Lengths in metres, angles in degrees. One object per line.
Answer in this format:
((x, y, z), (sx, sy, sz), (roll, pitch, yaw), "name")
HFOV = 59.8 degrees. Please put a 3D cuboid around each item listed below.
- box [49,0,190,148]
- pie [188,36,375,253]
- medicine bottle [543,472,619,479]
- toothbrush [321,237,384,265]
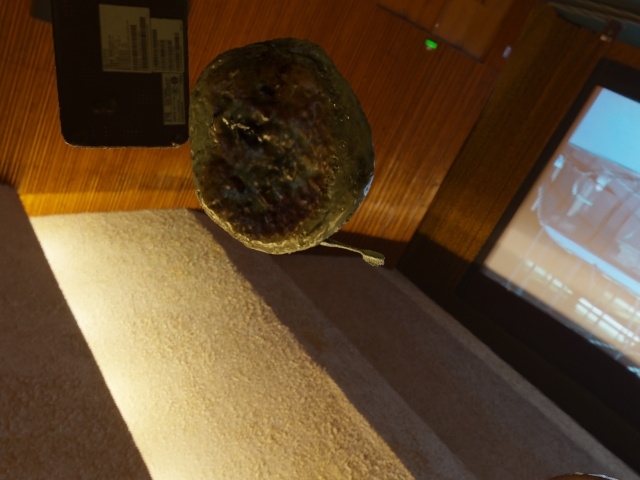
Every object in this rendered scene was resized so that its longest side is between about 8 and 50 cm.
((-0.325, -0.329, 0.914), (0.211, 0.350, 0.058), (-5, -165, -23), "box")
((-0.044, -0.079, 0.475), (0.187, 0.187, 0.041), (33, -156, 19), "pie")
((0.335, 0.401, 0.680), (0.219, 0.219, 0.388), (40, -179, 36), "medicine bottle")
((0.000, 0.000, 0.878), (0.219, 0.019, 0.016), (18, -130, 22), "toothbrush")
